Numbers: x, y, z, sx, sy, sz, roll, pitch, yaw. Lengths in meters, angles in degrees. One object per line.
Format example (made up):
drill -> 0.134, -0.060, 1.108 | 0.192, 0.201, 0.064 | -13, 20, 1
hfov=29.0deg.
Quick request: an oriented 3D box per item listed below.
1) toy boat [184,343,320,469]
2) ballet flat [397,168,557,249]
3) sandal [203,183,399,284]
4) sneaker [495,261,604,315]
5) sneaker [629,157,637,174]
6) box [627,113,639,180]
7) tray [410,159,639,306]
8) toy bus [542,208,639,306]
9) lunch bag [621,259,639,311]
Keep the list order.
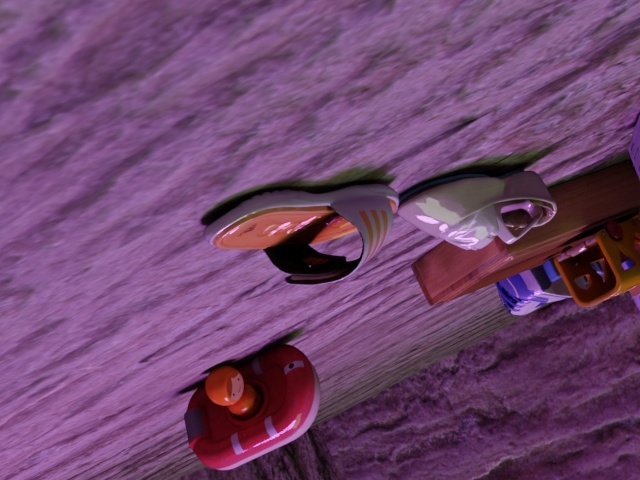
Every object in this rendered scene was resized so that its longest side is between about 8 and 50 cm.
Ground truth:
toy boat -> -0.119, 0.238, 1.880 | 0.231, 0.151, 0.151 | -28, 140, 13
ballet flat -> 0.180, -0.031, 1.351 | 0.248, 0.086, 0.086 | -12, 163, -49
sandal -> -0.008, 0.005, 1.107 | 0.102, 0.076, 0.265 | -31, 168, 29
sneaker -> 0.358, 0.068, 2.098 | 0.182, 0.127, 0.315 | -35, 167, 32
sneaker -> 0.463, -0.120, 1.676 | 0.044, 0.040, 0.109 | -20, 169, -34
box -> 0.480, -0.114, 1.448 | 0.203, 0.103, 0.114 | -16, 159, -1
tray -> 0.348, -0.025, 1.782 | 0.411, 0.076, 0.203 | -17, 166, -33
toy bus -> 0.426, 0.027, 1.733 | 0.202, 0.104, 0.191 | -26, 169, 4
lunch bag -> 0.709, 0.058, 2.156 | 0.328, 0.385, 0.239 | -26, 170, 9
